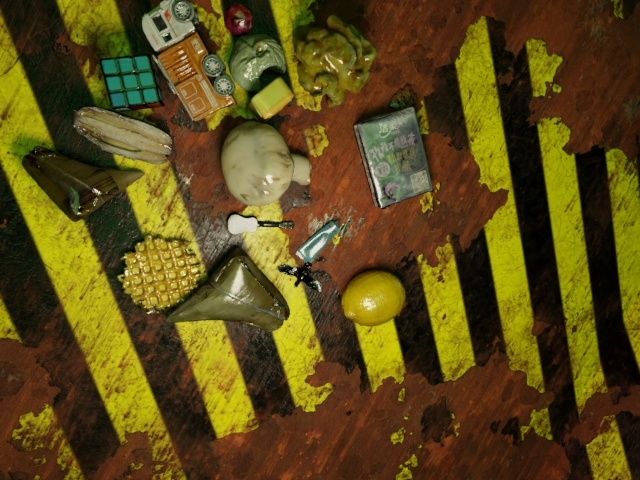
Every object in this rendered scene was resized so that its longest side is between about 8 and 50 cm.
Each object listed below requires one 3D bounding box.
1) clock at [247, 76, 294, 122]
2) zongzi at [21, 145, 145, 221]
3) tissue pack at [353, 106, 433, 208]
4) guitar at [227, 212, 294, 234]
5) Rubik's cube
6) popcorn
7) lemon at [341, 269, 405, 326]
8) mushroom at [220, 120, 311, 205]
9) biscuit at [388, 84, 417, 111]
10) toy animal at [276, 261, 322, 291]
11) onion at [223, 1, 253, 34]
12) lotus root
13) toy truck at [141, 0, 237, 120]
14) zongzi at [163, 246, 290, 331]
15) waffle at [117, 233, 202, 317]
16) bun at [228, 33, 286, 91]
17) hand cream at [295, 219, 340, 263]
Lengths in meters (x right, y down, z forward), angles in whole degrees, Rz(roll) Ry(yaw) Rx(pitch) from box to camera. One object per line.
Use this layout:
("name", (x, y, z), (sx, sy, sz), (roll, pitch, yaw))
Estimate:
("clock", (-0.183, -0.504, 1.601), (0.143, 0.202, 0.096), (-38, 105, -6))
("zongzi", (-0.818, -0.251, 1.534), (0.300, 0.145, 0.274), (-42, 102, -22))
("tissue pack", (0.301, -0.336, 1.800), (0.259, 0.122, 0.362), (-20, 103, -8))
("guitar", (-0.233, -0.063, 1.752), (0.270, 0.038, 0.084), (2, 101, -15))
("Rubik's cube", (-0.634, -0.532, 1.503), (0.160, 0.163, 0.162), (-12, 106, -12))
("popcorn", (0.055, -0.673, 1.600), (0.325, 0.290, 0.321), (-33, 104, -37))
("lemon", (0.219, 0.236, 1.822), (0.263, 0.236, 0.236), (6, 99, -36))
("mushroom", (-0.191, -0.274, 1.636), (0.336, 0.314, 0.315), (2, 101, -45))
("biscuit", (0.341, -0.572, 1.821), (0.129, 0.019, 0.120), (-22, 104, -10))
("toy animal", (-0.075, 0.145, 1.826), (0.220, 0.062, 0.108), (27, 117, -17))
("onion", (-0.294, -0.792, 1.580), (0.107, 0.097, 0.107), (-1, 117, -2))
("lotus root", (-0.685, -0.378, 1.546), (0.329, 0.078, 0.167), (21, 122, -22))
("toy truck", (-0.454, -0.618, 1.529), (0.206, 0.173, 0.388), (-28, 108, 1))
("zongzi", (-0.339, 0.282, 1.710), (0.393, 0.174, 0.356), (-44, 112, -8))
("waffle", (-0.608, 0.136, 1.677), (0.328, 0.062, 0.330), (-3, 102, -15))
("bun", (-0.225, -0.647, 1.590), (0.203, 0.126, 0.213), (21, 85, -5))
("hand cream", (0.000, 0.000, 1.827), (0.224, 0.048, 0.083), (-44, 107, 3))
